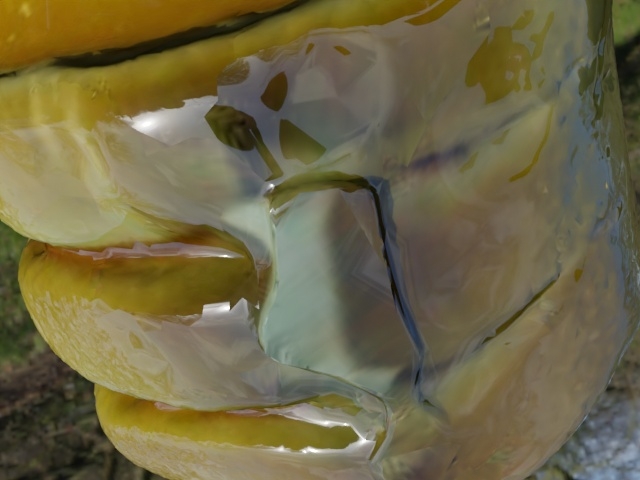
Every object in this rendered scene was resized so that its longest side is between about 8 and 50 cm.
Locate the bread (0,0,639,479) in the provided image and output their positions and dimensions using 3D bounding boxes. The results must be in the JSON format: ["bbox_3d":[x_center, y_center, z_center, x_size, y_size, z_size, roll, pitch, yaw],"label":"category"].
[{"bbox_3d":[0.000,0.000,0.503,0.300,0.341,0.210,-7,-147,7],"label":"bread"}]
